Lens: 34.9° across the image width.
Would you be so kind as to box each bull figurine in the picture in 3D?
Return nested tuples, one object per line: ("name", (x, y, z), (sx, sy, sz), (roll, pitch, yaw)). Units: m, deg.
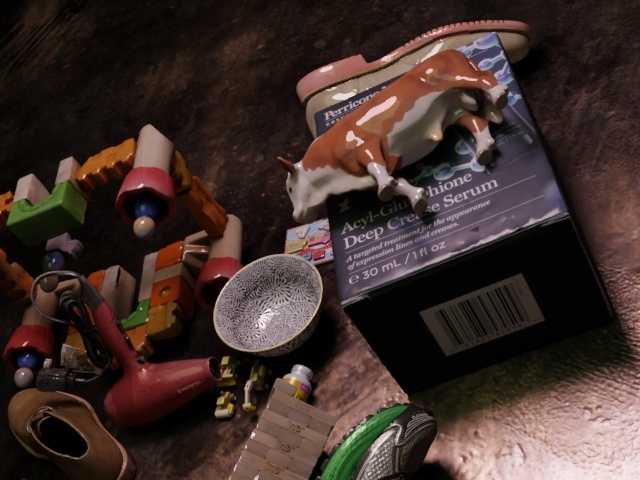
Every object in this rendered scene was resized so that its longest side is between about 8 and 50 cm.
("bull figurine", (0.093, -0.122, 1.270), (0.310, 0.101, 0.188), (-42, 45, -5))

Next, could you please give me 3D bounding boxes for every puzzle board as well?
("puzzle board", (0.000, 0.000, 1.604), (0.128, 0.011, 0.096), (-16, 44, 20))

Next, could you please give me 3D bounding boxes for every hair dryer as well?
("hair dryer", (-0.285, 0.175, 1.466), (0.293, 0.224, 0.080), (13, 34, 3))

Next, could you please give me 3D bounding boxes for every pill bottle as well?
("pill bottle", (-0.039, 0.213, 1.397), (0.043, 0.043, 0.083), (1, 52, 34))

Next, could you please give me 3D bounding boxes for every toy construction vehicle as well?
("toy construction vehicle", (-0.119, 0.206, 1.464), (0.085, 0.035, 0.098), (-9, 47, 27))

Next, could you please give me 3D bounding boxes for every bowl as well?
("bowl", (-0.062, 0.110, 1.480), (0.170, 0.080, 0.170), (-14, 48, 16))

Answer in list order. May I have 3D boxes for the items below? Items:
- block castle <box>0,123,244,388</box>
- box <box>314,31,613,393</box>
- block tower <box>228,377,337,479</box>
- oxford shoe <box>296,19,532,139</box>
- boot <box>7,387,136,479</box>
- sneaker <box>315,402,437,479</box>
("block castle", (-0.360, 0.047, 1.574), (0.453, 0.303, 0.213), (-19, 44, 18))
("box", (0.179, -0.045, 1.376), (0.293, 0.212, 0.396), (-23, 41, 14))
("block tower", (-0.080, 0.327, 1.213), (0.097, 0.091, 0.335), (25, 46, 1))
("oxford shoe", (0.165, -0.247, 1.675), (0.396, 0.140, 0.147), (-18, 74, 12))
("boot", (-0.397, 0.276, 1.522), (0.305, 0.115, 0.112), (19, 66, 45))
("sneaker", (0.060, 0.348, 1.157), (0.146, 0.134, 0.344), (13, 68, 33))
